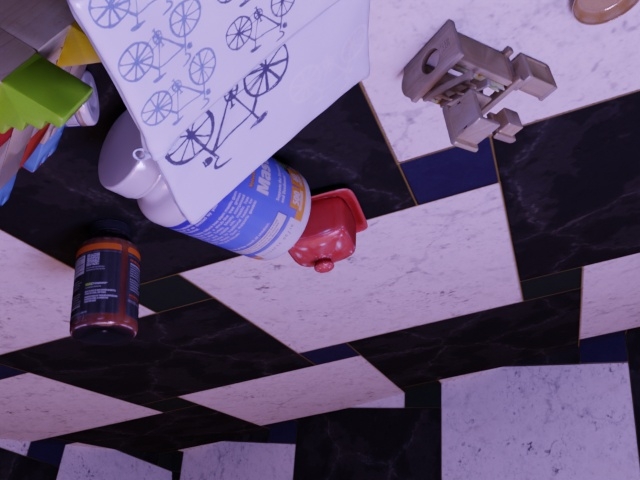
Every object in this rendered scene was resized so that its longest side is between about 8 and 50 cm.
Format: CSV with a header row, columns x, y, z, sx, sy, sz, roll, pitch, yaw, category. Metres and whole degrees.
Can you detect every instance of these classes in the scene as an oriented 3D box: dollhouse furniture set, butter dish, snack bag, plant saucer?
x,y,z,sx,sy,sz,roll,pitch,yaw,category
0.213,-0.158,0.771,0.182,0.160,0.101,11,147,-30,dollhouse furniture set
0.000,0.000,1.058,0.160,0.118,0.160,-12,152,10,butter dish
-0.051,-0.183,0.584,0.323,0.037,0.342,-45,159,-19,snack bag
0.336,-0.289,0.712,0.083,0.015,0.083,-6,152,-3,plant saucer

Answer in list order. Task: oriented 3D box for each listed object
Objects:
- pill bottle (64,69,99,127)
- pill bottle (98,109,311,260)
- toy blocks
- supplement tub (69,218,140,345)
x,y,z,sx,sy,sz,roll,pitch,yaw,category
-0.331,-0.166,0.720,0.120,0.067,0.067,-5,152,-5,pill bottle
-0.154,-0.077,0.840,0.152,0.152,0.272,-27,147,32,pill bottle
-0.320,-0.095,0.528,0.191,0.381,0.261,32,131,-14,toy blocks
-0.352,0.066,1.007,0.106,0.197,0.106,-5,152,-3,supplement tub
